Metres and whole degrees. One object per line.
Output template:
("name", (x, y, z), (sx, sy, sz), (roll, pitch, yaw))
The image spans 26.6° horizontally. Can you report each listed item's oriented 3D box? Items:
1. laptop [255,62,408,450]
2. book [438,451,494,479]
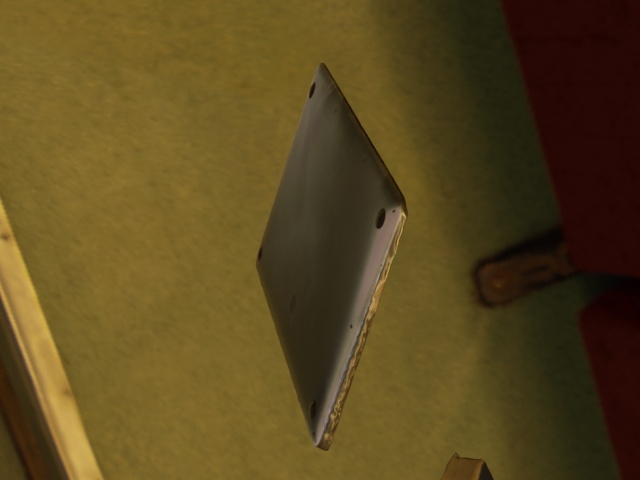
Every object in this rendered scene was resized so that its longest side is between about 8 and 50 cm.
("laptop", (0.000, 0.000, 0.972), (0.015, 0.269, 0.187), (11, 114, -17))
("book", (0.135, 0.408, 1.020), (0.428, 0.039, 0.300), (60, 45, -34))
